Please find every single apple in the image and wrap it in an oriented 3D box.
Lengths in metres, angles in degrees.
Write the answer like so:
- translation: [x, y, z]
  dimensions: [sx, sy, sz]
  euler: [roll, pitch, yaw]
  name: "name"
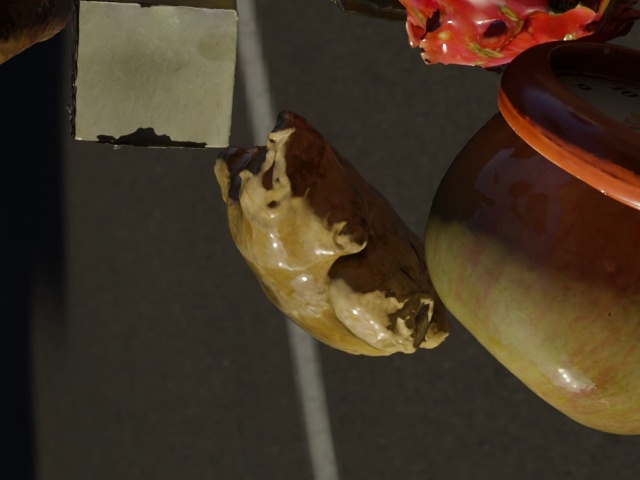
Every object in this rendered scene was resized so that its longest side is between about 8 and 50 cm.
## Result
- translation: [0.210, 0.001, 1.228]
  dimensions: [0.234, 0.257, 0.257]
  euler: [-46, 43, 5]
  name: "apple"

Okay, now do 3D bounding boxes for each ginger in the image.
- translation: [0.000, 0.000, 1.349]
  dimensions: [0.219, 0.123, 0.270]
  euler: [40, 176, 27]
  name: "ginger"

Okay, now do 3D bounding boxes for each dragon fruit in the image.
- translation: [0.123, -0.242, 1.160]
  dimensions: [0.205, 0.210, 0.268]
  euler: [-13, 104, 52]
  name: "dragon fruit"

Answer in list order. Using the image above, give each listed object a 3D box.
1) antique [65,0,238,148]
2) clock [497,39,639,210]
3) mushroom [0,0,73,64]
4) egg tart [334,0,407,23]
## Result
- translation: [-0.155, -0.179, 1.580]
  dimensions: [0.148, 0.152, 0.146]
  euler: [-96, 11, -57]
  name: "antique"
- translation: [0.198, -0.055, 0.974]
  dimensions: [0.205, 0.205, 0.051]
  euler: [49, 128, 47]
  name: "clock"
- translation: [-0.397, -0.167, 1.756]
  dimensions: [0.331, 0.334, 0.356]
  euler: [49, -159, -81]
  name: "mushroom"
- translation: [0.079, -0.358, 1.456]
  dimensions: [0.150, 0.352, 0.352]
  euler: [116, 143, -75]
  name: "egg tart"
